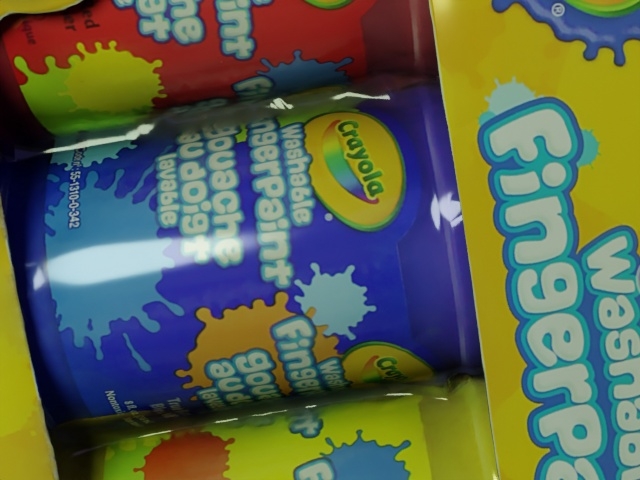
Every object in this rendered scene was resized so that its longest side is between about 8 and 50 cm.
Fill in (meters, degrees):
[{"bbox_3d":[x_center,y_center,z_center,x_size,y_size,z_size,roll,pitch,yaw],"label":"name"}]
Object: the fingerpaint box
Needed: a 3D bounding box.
[{"bbox_3d":[0.000,0.000,0.644,0.371,0.163,0.445,-8,100,3],"label":"fingerpaint box"}]
